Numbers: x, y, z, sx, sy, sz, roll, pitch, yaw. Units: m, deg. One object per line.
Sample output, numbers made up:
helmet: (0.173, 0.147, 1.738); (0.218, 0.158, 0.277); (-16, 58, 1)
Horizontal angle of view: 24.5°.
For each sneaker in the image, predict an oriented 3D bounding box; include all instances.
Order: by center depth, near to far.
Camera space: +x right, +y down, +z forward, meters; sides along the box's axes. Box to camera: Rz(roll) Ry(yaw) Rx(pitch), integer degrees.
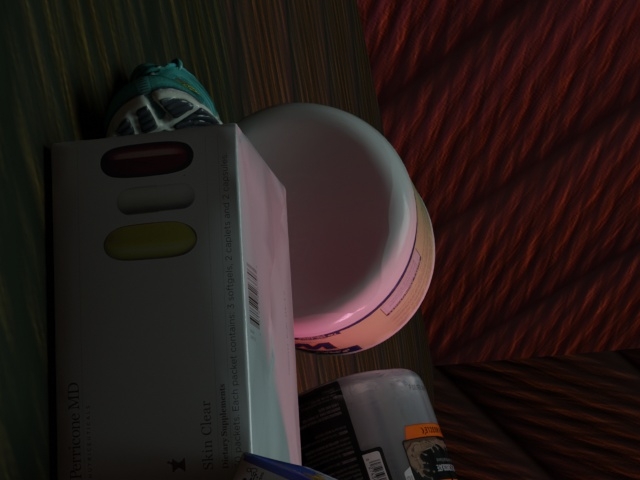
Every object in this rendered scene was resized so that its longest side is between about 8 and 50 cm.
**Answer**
sneaker: (-0.140, -0.105, 1.288); (0.275, 0.107, 0.110); (44, 21, -84)

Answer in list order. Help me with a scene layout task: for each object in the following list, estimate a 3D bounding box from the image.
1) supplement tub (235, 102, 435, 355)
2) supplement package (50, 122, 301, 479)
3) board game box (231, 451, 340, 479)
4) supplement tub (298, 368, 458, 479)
supplement tub: (0.000, 0.000, 1.577); (0.325, 0.236, 0.235); (44, 41, -76)
supplement package: (-0.107, 0.067, 1.136); (0.204, 0.145, 0.261); (53, 32, -74)
board game box: (-0.061, 0.325, 1.011); (0.233, 0.078, 0.347); (51, 61, -75)
supplement tub: (0.070, 0.332, 1.676); (0.207, 0.207, 0.338); (56, 15, -72)
